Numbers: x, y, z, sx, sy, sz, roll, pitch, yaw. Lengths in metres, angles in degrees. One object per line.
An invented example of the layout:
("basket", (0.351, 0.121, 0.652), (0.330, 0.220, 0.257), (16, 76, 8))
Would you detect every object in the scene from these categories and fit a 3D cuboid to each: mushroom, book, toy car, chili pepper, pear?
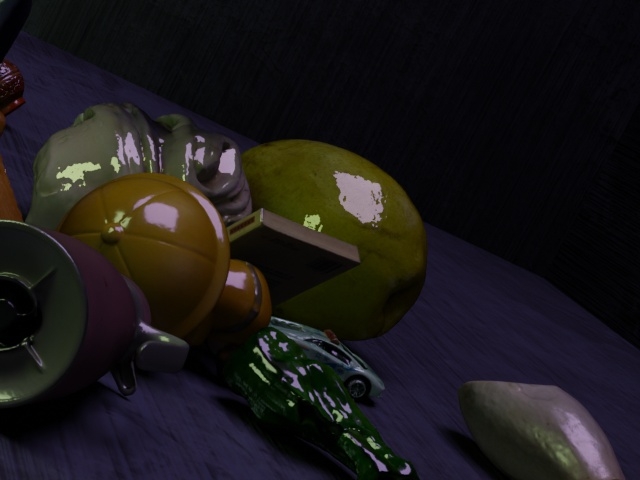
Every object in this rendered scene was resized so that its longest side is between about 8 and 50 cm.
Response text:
("mushroom", (0.276, 0.254, 1.865), (0.128, 0.128, 0.350), (23, 13, -31))
("book", (-0.089, 0.038, 1.780), (0.161, 0.231, 0.026), (22, 52, -42))
("toy car", (0.000, 0.137, 1.907), (0.186, 0.058, 0.093), (25, 6, -16))
("chili pepper", (0.005, 0.182, 1.556), (0.253, 0.083, 0.099), (39, 14, 35))
("pear", (0.000, 0.000, 2.117), (0.307, 0.253, 0.253), (33, 9, 28))

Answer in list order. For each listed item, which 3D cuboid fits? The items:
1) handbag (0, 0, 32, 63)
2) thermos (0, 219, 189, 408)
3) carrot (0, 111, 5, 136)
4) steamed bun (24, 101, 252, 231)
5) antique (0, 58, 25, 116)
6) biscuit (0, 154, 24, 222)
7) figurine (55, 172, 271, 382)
("handbag", (-0.465, -0.184, 1.454), (0.303, 0.329, 0.122), (35, 11, 13))
("thermos", (-0.211, 0.070, 1.328), (0.176, 0.146, 0.265), (23, 1, 13))
("carrot", (-0.521, -0.184, 2.143), (0.087, 0.087, 0.193), (32, 7, 32))
("steamed bun", (-0.218, -0.068, 1.974), (0.275, 0.206, 0.320), (30, 11, 4))
("antique", (-0.516, -0.242, 2.469), (0.104, 0.104, 0.104), (27, 8, -4))
("biscuit", (-0.376, -0.072, 1.616), (0.232, 0.013, 0.237), (-1, 70, -75))
("figurine", (-0.154, 0.033, 1.603), (0.257, 0.167, 0.192), (21, 44, -47))
